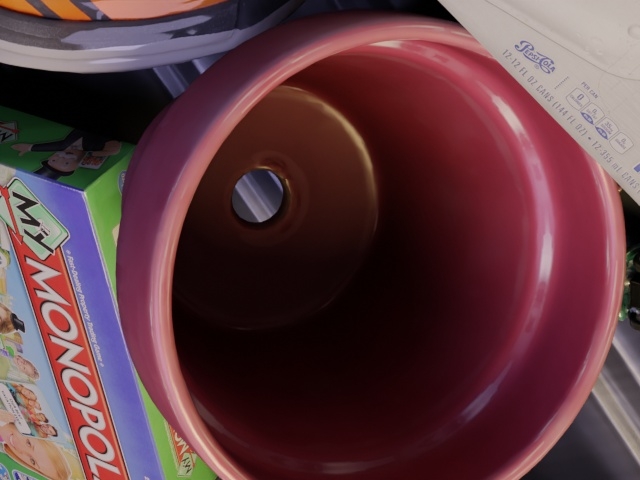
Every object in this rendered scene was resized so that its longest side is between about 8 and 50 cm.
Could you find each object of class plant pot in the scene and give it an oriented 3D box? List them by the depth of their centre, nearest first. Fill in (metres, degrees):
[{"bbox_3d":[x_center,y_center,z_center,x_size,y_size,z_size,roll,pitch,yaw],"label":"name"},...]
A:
[{"bbox_3d":[0.000,0.000,0.707,0.201,0.201,0.180,62,167,-20],"label":"plant pot"}]

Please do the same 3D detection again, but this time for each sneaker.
[{"bbox_3d":[-0.150,-0.191,0.727,0.321,0.124,0.180,19,134,27],"label":"sneaker"}]

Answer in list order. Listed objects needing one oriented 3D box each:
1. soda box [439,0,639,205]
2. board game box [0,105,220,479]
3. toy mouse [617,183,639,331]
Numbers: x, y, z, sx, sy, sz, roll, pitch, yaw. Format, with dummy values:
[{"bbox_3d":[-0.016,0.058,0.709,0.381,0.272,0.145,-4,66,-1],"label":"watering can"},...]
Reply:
[{"bbox_3d":[0.070,-0.148,0.604,0.286,0.098,0.091,46,139,-1],"label":"soda box"},{"bbox_3d":[-0.164,0.061,0.945,0.213,0.046,0.317,18,135,32],"label":"board game box"},{"bbox_3d":[0.139,-0.011,0.712,0.161,0.031,0.143,50,139,-6],"label":"toy mouse"}]
